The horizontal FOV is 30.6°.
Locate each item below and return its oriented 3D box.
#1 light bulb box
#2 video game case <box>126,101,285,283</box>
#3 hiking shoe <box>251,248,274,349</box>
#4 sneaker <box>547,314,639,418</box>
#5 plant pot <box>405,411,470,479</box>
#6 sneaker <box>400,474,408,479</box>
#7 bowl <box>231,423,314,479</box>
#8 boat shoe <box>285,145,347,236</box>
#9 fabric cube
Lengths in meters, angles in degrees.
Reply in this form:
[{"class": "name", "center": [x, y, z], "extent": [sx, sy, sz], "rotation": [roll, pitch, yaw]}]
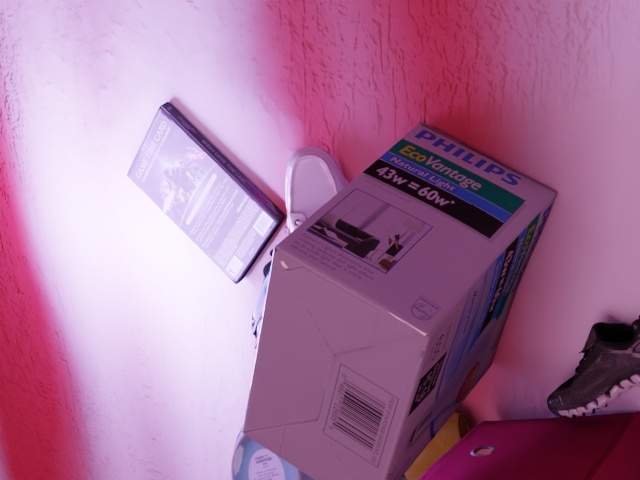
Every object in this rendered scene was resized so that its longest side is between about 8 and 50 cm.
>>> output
[{"class": "light bulb box", "center": [0.102, 0.097, 1.565], "extent": [0.225, 0.361, 0.358], "rotation": [30, 134, 19]}, {"class": "video game case", "center": [-0.197, -0.076, 1.951], "extent": [0.274, 0.026, 0.196], "rotation": [45, 138, 7]}, {"class": "hiking shoe", "center": [-0.054, 0.163, 1.858], "extent": [0.113, 0.304, 0.132], "rotation": [21, 165, -34]}, {"class": "sneaker", "center": [0.386, 0.164, 1.585], "extent": [0.234, 0.078, 0.106], "rotation": [-35, 90, 44]}, {"class": "plant pot", "center": [0.185, 0.316, 1.840], "extent": [0.095, 0.134, 0.134], "rotation": [-16, 109, 20]}, {"class": "sneaker", "center": [0.070, 0.389, 2.014], "extent": [0.256, 0.094, 0.151], "rotation": [23, 119, 36]}, {"class": "bowl", "center": [-0.032, 0.385, 1.941], "extent": [0.311, 0.163, 0.312], "rotation": [1, 91, 46]}, {"class": "boat shoe", "center": [0.000, 0.000, 1.734], "extent": [0.098, 0.096, 0.277], "rotation": [-7, 100, 10]}, {"class": "fabric cube", "center": [0.319, 0.407, 1.632], "extent": [0.258, 0.254, 0.259], "rotation": [-10, 101, 37]}]
